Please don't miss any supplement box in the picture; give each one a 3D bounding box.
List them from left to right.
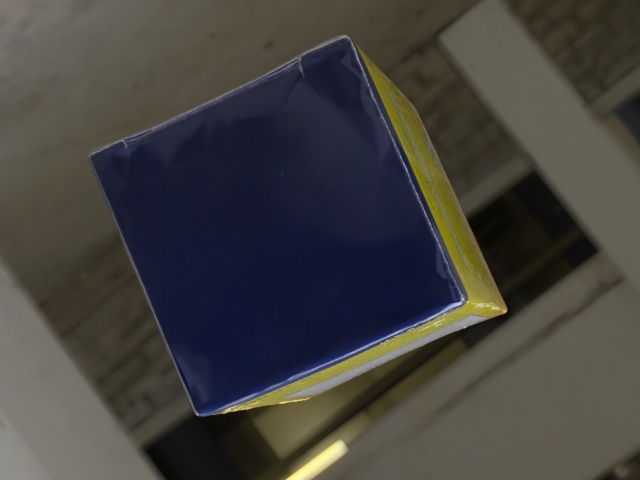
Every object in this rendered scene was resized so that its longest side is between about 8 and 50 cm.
[{"bbox_3d":[0.000,0.000,1.255,0.194,0.195,0.356,-24,173,8],"label":"supplement box"}]
